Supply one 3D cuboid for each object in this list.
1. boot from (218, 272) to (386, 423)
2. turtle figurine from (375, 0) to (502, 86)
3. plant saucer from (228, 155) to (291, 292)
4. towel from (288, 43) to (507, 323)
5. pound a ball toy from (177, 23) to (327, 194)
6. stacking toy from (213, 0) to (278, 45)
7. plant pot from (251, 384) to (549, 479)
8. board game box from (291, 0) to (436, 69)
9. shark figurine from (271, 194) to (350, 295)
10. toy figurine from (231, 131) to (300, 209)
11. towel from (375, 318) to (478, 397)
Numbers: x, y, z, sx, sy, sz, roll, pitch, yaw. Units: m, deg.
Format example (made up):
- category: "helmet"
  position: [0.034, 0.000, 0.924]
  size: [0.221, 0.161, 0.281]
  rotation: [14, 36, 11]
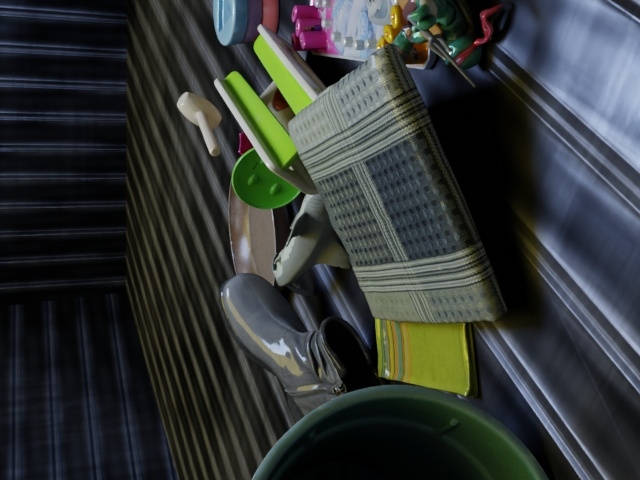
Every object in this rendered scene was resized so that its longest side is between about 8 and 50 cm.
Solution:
- category: "boot"
  position: [-0.018, 0.157, 1.256]
  size: [0.338, 0.118, 0.223]
  rotation: [52, 149, 9]
- category: "turtle figurine"
  position: [0.100, -0.246, 0.879]
  size: [0.234, 0.118, 0.175]
  rotation: [54, 162, 8]
- category: "plant saucer"
  position: [-0.119, -0.016, 1.605]
  size: [0.310, 0.050, 0.311]
  rotation: [174, 90, -68]
- category: "towel"
  position: [0.082, -0.048, 0.965]
  size: [0.312, 0.056, 0.324]
  rotation: [65, 160, -4]
- category: "pound a ball toy"
  position: [-0.079, -0.186, 1.275]
  size: [0.208, 0.135, 0.319]
  rotation: [-48, 44, 14]
- category: "stacking toy"
  position: [-0.162, -0.526, 1.473]
  size: [0.279, 0.130, 0.309]
  rotation: [-117, 30, -43]
- category: "plant pot"
  position: [0.057, 0.363, 0.923]
  size: [0.334, 0.341, 0.341]
  rotation: [116, 143, -68]
- category: "board game box"
  position: [0.045, -0.438, 1.078]
  size: [0.390, 0.050, 0.390]
  rotation: [-146, 53, -63]
- category: "shark figurine"
  position: [-0.012, 0.027, 1.287]
  size: [0.166, 0.116, 0.278]
  rotation: [-69, 4, -50]
- category: "toy figurine"
  position: [-0.092, -0.168, 1.440]
  size: [0.173, 0.130, 0.159]
  rotation: [-57, 29, 25]
- category: "towel"
  position: [0.129, 0.141, 1.052]
  size: [0.237, 0.021, 0.102]
  rotation: [172, 92, -68]
